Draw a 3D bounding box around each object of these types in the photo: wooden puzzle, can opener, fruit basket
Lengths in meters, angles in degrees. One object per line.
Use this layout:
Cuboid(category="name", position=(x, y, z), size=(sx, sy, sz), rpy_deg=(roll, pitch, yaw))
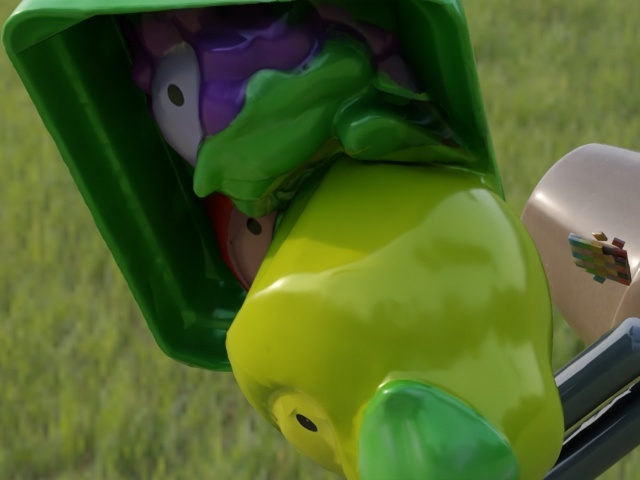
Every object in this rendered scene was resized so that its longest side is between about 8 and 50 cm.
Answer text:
Cuboid(category="wooden puzzle", position=(0.226, 0.015, 1.615), size=(0.049, 0.083, 0.006), rpy_deg=(18, 65, 24))
Cuboid(category="can opener", position=(0.119, 0.149, 1.309), size=(0.280, 0.074, 0.093), rpy_deg=(-40, 11, 22))
Cuboid(category="fruit basket", position=(0.000, 0.000, 1.110), size=(0.283, 0.392, 0.392), rpy_deg=(-1, 16, 14))

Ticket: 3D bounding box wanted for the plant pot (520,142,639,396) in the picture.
Cuboid(category="plant pot", position=(0.317, 0.019, 1.892), size=(0.263, 0.263, 0.229), rpy_deg=(-14, 39, -40))
